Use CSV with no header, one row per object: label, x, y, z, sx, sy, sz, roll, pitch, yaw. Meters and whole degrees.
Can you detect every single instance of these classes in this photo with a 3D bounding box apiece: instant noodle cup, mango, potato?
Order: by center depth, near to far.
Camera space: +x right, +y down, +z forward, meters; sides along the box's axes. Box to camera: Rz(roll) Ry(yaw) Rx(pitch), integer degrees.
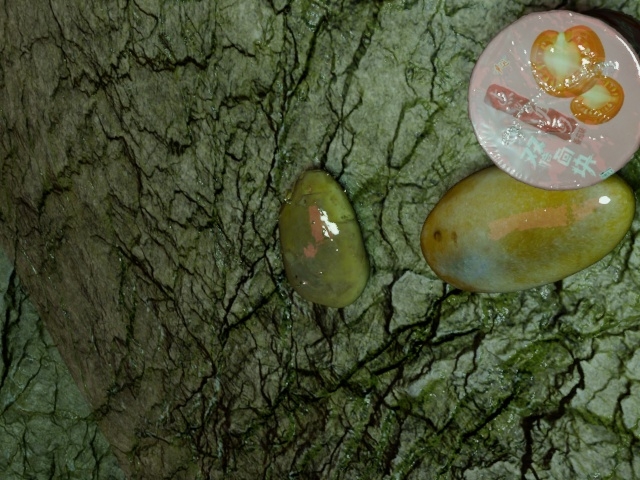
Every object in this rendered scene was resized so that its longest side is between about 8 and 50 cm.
instant noodle cup,0.368,-0.218,1.048,0.242,0.231,0.243,17,121,30
mango,0.327,-0.027,1.184,0.221,0.199,0.384,48,142,-15
potato,0.000,0.000,1.494,0.191,0.141,0.297,5,111,33
